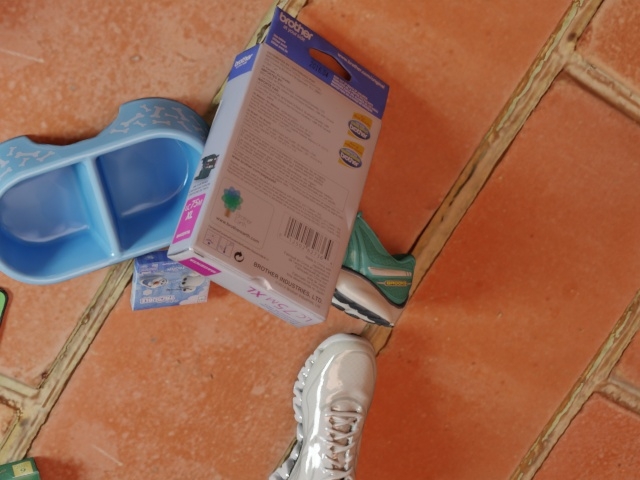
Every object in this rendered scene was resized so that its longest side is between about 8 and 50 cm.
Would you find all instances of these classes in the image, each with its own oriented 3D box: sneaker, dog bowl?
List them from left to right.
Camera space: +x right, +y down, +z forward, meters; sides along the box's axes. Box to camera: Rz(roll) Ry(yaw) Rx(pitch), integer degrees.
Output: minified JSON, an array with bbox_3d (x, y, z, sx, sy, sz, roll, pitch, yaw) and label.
[{"bbox_3d":[-0.244,-0.048,1.548,0.297,0.074,0.166,-19,117,-12],"label":"dog bowl"},{"bbox_3d":[0.000,0.000,1.660,0.275,0.107,0.110,34,74,-28],"label":"sneaker"},{"bbox_3d":[0.014,0.258,1.752,0.110,0.118,0.292,9,108,-21],"label":"sneaker"}]

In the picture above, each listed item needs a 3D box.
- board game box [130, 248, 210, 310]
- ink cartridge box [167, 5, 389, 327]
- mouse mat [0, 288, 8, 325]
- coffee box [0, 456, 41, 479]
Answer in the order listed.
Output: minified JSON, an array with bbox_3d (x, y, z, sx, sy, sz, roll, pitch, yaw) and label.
[{"bbox_3d":[-0.172,0.044,1.623,0.090,0.020,0.090,-7,144,-17],"label":"board game box"},{"bbox_3d":[-0.038,-0.082,1.554,0.185,0.065,0.311,30,65,-29],"label":"ink cartridge box"},{"bbox_3d":[-0.449,0.127,1.589,0.152,0.007,0.190,12,107,-24],"label":"mouse mat"},{"bbox_3d":[-0.382,0.357,1.694,0.113,0.040,0.184,-13,117,-15],"label":"coffee box"}]
